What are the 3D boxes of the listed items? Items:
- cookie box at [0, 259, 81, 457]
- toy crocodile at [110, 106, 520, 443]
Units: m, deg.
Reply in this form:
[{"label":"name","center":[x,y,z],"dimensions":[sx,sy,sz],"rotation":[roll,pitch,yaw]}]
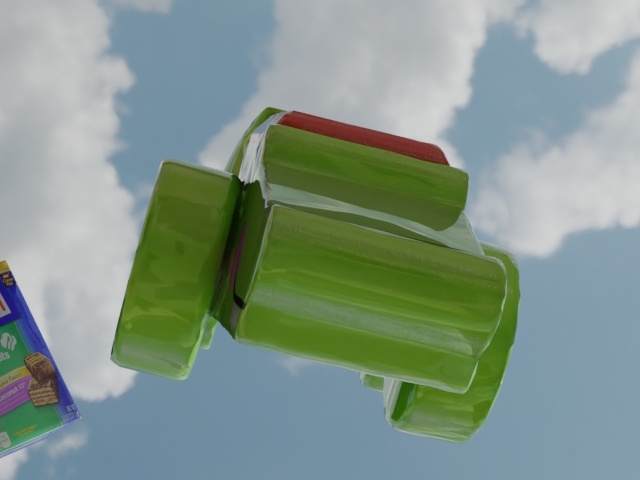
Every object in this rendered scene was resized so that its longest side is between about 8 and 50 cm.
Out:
[{"label":"cookie box","center":[-0.201,0.074,0.839],"dimensions":[0.040,0.107,0.092],"rotation":[-30,174,35]},{"label":"toy crocodile","center":[0.000,0.000,0.505],"dimensions":[0.115,0.340,0.105],"rotation":[14,-90,-3]}]
